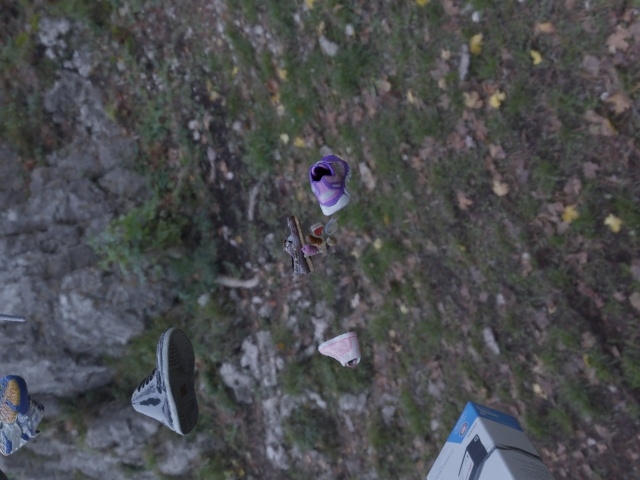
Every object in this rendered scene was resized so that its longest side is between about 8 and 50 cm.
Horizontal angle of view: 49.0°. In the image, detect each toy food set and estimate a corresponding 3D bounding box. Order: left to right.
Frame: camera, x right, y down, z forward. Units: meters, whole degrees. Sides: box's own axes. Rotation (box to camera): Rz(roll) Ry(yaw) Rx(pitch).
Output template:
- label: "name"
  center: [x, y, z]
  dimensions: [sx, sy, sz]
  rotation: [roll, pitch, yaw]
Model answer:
- label: "toy food set"
  center: [0.000, 0.000, 1.372]
  dimensions: [0.122, 0.078, 0.019]
  rotation: [97, 151, -58]

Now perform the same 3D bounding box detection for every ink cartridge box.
- label: "ink cartridge box"
  center: [0.353, 0.517, 1.456]
  dimensions: [0.307, 0.129, 0.223]
  rotation: [-106, 40, -73]

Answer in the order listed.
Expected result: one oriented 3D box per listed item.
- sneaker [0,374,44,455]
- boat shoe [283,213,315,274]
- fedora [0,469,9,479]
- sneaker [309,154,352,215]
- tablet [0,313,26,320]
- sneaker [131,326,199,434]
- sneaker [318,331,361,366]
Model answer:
- label: "sneaker"
  center: [-0.844, 0.468, 1.974]
  dimensions: [0.112, 0.131, 0.296]
  rotation: [40, 128, 22]
- label: "boat shoe"
  center: [-0.071, 0.019, 2.005]
  dimensions: [0.073, 0.073, 0.206]
  rotation: [-99, -5, -55]
- label: "fedora"
  center: [-0.854, 0.595, 1.622]
  dimensions: [0.276, 0.124, 0.244]
  rotation: [26, -177, 28]
- label: "sneaker"
  center: [0.017, -0.167, 1.781]
  dimensions: [0.104, 0.095, 0.236]
  rotation: [50, -160, -27]
- label: "tablet"
  center: [-0.482, 0.118, 1.081]
  dimensions: [0.083, 0.054, 0.006]
  rotation: [174, 104, -67]
- label: "sneaker"
  center: [-0.300, 0.254, 1.297]
  dimensions: [0.083, 0.118, 0.221]
  rotation: [-40, -46, -56]
- label: "sneaker"
  center: [0.043, 0.249, 1.541]
  dimensions: [0.134, 0.051, 0.070]
  rotation: [-35, 68, 53]
